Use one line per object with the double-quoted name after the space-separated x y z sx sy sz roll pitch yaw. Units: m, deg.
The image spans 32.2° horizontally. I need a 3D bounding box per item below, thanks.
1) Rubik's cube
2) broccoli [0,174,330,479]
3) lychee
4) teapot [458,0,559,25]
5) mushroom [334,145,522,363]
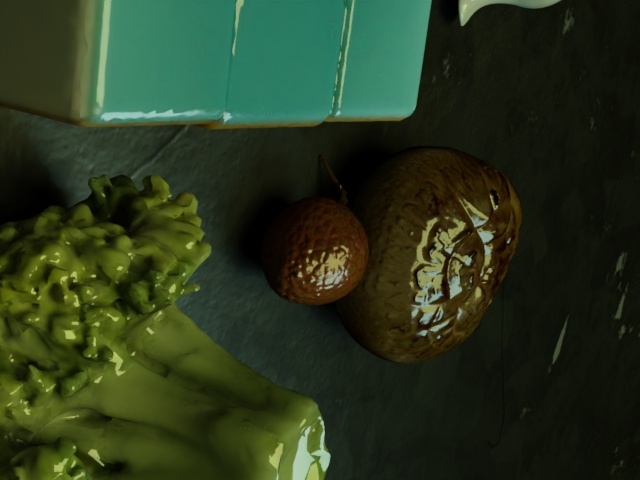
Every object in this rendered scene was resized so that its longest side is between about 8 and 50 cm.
-0.115 -0.231 0.648 0.292 0.291 0.290 -8 110 -53 "Rubik's cube"
-0.124 0.131 0.787 0.293 0.281 0.348 17 86 -57 "broccoli"
0.000 0.003 1.056 0.140 0.101 0.114 -33 119 -34 "lychee"
0.241 -0.380 1.205 0.208 0.166 0.299 2 93 -71 "teapot"
0.114 0.017 1.178 0.253 0.153 0.253 -33 135 -41 "mushroom"
